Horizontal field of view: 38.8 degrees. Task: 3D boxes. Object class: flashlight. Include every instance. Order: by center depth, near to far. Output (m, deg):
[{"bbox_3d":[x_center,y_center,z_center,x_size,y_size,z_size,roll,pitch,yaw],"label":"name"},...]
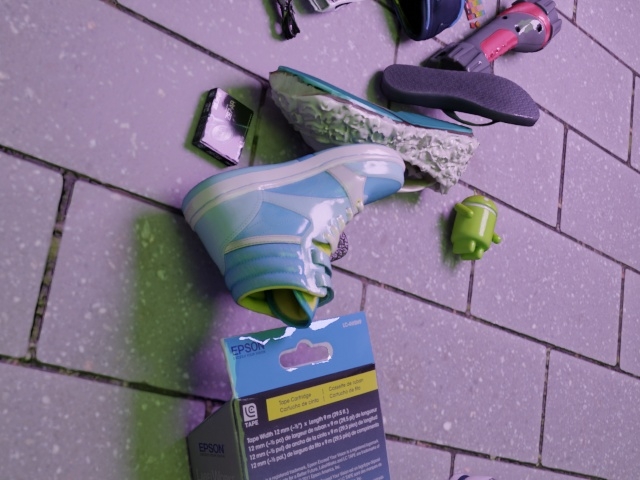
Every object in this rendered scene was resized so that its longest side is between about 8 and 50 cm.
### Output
[{"bbox_3d":[0.311,-0.333,1.579,0.304,0.103,0.103,-42,117,-39],"label":"flashlight"}]

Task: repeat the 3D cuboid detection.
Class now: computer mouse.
[{"bbox_3d":[0.004,-0.364,1.334,0.193,0.042,0.106,-25,98,-37],"label":"computer mouse"}]

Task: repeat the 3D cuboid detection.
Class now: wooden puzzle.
[{"bbox_3d":[0.272,-0.419,1.616,0.049,0.006,0.083,-29,105,-41],"label":"wooden puzzle"}]

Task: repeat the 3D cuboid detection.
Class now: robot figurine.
[{"bbox_3d":[0.256,-0.025,1.511,0.101,0.067,0.115,35,62,-35],"label":"robot figurine"}]

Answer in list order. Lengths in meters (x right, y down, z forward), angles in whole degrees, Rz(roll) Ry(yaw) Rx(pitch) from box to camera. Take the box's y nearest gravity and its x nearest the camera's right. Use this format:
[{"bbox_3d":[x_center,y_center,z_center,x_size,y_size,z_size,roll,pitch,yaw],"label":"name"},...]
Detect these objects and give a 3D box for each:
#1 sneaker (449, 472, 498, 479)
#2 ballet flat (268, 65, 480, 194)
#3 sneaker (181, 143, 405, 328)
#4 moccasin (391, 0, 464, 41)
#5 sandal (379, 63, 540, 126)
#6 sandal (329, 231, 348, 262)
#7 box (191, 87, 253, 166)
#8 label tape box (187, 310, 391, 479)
[{"bbox_3d":[0.220,0.474,1.400,0.090,0.095,0.235,37,63,-36],"label":"sneaker"},{"bbox_3d":[0.082,-0.139,1.326,0.409,0.147,0.147,10,78,-42],"label":"ballet flat"},{"bbox_3d":[0.000,0.000,1.165,0.319,0.127,0.208,-16,70,-26],"label":"sneaker"},{"bbox_3d":[0.125,-0.470,1.396,0.117,0.137,0.342,-45,114,-32],"label":"moccasin"},{"bbox_3d":[0.218,-0.224,1.436,0.254,0.054,0.097,12,46,-1],"label":"sandal"},{"bbox_3d":[-0.041,0.024,1.237,0.179,0.040,0.067,-15,87,-35],"label":"sandal"},{"bbox_3d":[-0.127,-0.149,1.196,0.067,0.018,0.083,32,64,-37],"label":"box"},{"bbox_3d":[-0.035,0.281,1.171,0.249,0.115,0.348,-7,87,-44],"label":"label tape box"}]
